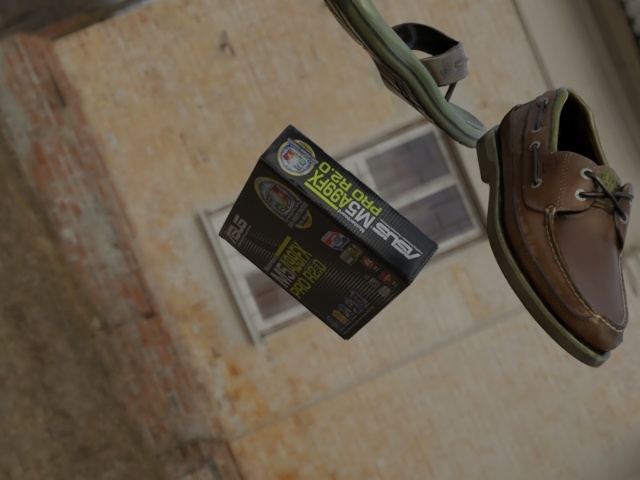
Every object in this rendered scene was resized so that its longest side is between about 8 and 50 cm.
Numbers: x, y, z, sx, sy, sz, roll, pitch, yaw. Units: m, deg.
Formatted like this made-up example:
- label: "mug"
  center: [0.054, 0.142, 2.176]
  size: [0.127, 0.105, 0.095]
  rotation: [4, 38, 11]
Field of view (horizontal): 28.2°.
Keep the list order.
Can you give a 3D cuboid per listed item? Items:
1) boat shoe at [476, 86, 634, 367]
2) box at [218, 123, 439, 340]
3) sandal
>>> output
- label: "boat shoe"
  center: [0.210, -0.030, 1.094]
  size: [0.111, 0.104, 0.307]
  rotation: [32, 30, -31]
- label: "box"
  center: [0.000, 0.000, 1.500]
  size: [0.216, 0.060, 0.270]
  rotation: [39, -24, 0]
- label: "sandal"
  center: [0.110, -0.194, 1.355]
  size: [0.120, 0.086, 0.303]
  rotation: [45, 1, 41]
